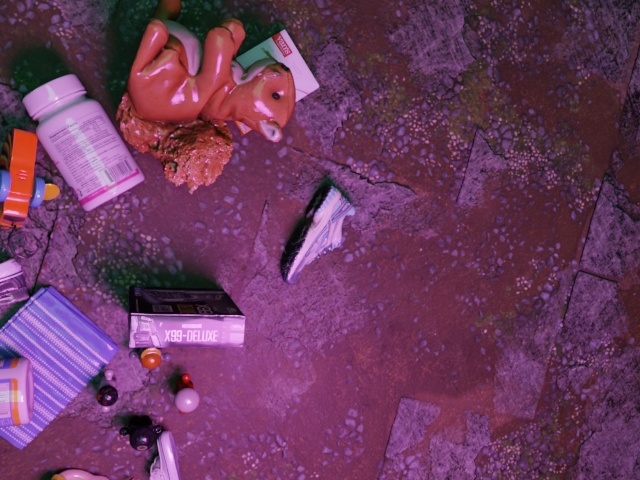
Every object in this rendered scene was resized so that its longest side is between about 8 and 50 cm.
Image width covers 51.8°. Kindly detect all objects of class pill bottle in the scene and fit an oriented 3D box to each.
[{"bbox_3d":[-0.785,0.344,1.451,0.272,0.152,0.152,-2,94,-16],"label":"pill bottle"},{"bbox_3d":[-0.545,-0.225,1.517,0.160,0.160,0.283,-32,101,-13],"label":"pill bottle"}]

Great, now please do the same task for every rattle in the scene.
[{"bbox_3d":[-0.570,0.641,1.606,0.200,0.130,0.142,10,98,-39],"label":"rattle"}]

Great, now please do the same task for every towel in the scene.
[{"bbox_3d":[-0.685,0.302,1.577,0.336,0.040,0.243,-46,106,-7],"label":"towel"}]

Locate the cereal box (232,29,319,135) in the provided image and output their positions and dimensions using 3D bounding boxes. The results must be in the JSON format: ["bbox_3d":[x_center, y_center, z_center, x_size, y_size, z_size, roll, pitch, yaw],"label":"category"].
[{"bbox_3d":[-0.146,-0.404,1.686,0.240,0.047,0.173,-35,101,-11],"label":"cereal box"}]

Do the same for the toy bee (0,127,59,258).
[{"bbox_3d":[-0.710,-0.096,1.490,0.195,0.162,0.298,34,52,-31],"label":"toy bee"}]

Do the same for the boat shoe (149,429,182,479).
[{"bbox_3d":[-0.391,0.584,1.646,0.076,0.083,0.226,-9,104,-8],"label":"boat shoe"}]

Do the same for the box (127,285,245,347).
[{"bbox_3d":[-0.321,0.174,1.532,0.243,0.307,0.076,3,96,-17],"label":"box"}]

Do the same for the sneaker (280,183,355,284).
[{"bbox_3d":[0.000,0.000,1.727,0.122,0.110,0.283,32,84,-20],"label":"sneaker"}]

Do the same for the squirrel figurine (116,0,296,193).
[{"bbox_3d":[-0.262,-0.321,1.543,0.371,0.281,0.397,21,113,-18],"label":"squirrel figurine"}]

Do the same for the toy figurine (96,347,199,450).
[{"bbox_3d":[-0.422,0.371,1.597,0.213,0.148,0.209,-37,103,-11],"label":"toy figurine"}]

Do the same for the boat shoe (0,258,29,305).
[{"bbox_3d":[-0.826,0.153,1.474,0.335,0.121,0.119,-23,95,-16],"label":"boat shoe"}]
